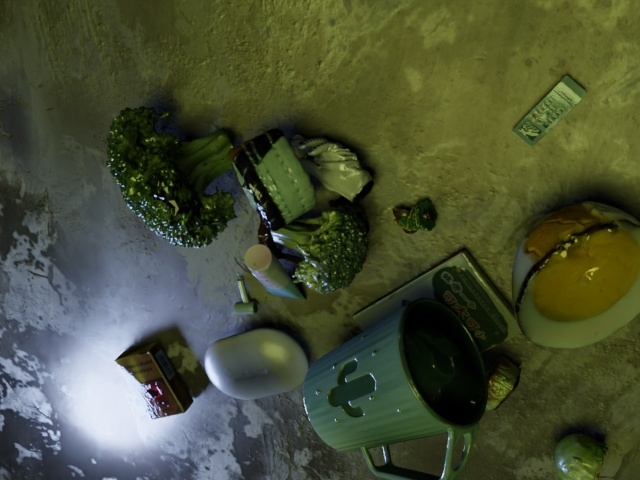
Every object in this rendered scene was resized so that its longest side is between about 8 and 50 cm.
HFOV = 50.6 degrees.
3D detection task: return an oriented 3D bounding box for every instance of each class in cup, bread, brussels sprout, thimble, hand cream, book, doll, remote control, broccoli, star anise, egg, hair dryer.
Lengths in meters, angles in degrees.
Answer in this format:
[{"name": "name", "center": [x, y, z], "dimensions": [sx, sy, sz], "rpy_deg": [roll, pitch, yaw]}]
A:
[{"name": "cup", "center": [0.176, 0.383, 1.644], "dimensions": [0.310, 0.401, 0.392], "rpy_deg": [32, 134, -28]}, {"name": "bread", "center": [0.443, 0.366, 1.714], "dimensions": [0.069, 0.140, 0.128], "rpy_deg": [36, 117, 10]}, {"name": "brussels sprout", "center": [0.657, 0.569, 1.736], "dimensions": [0.122, 0.149, 0.151], "rpy_deg": [18, 105, 30]}, {"name": "thimble", "center": [-0.111, -0.140, 1.609], "dimensions": [0.150, 0.237, 0.237], "rpy_deg": [-28, 106, -5]}, {"name": "hand cream", "center": [-0.116, 0.096, 1.746], "dimensions": [0.111, 0.070, 0.312], "rpy_deg": [9, 161, 14]}, {"name": "book", "center": [0.297, 0.210, 1.746], "dimensions": [0.371, 0.043, 0.260], "rpy_deg": [-35, 100, 31]}, {"name": "doll", "center": [0.218, -0.044, 1.628], "dimensions": [0.113, 0.076, 0.078], "rpy_deg": [-22, 115, 29]}, {"name": "remote control", "center": [-0.187, 0.360, 1.961], "dimensions": [0.332, 0.103, 0.221], "rpy_deg": [-18, 114, 27]}, {"name": "broccoli", "center": [-0.367, -0.149, 1.680], "dimensions": [0.318, 0.338, 0.277], "rpy_deg": [-3, 146, -1]}, {"name": "star anise", "center": [-0.096, 0.027, 1.787], "dimensions": [0.144, 0.158, 0.140], "rpy_deg": [-8, 126, -15]}, {"name": "egg", "center": [0.552, 0.058, 1.482], "dimensions": [0.337, 0.201, 0.337], "rpy_deg": [-4, 122, -6]}, {"name": "broccoli", "center": [0.000, 0.000, 1.673], "dimensions": [0.243, 0.263, 0.247], "rpy_deg": [18, 88, 20]}, {"name": "remote control", "center": [0.486, -0.274, 1.443], "dimensions": [0.061, 0.029, 0.162], "rpy_deg": [42, 126, -1]}, {"name": "hair dryer", "center": [-0.221, 0.151, 1.913], "dimensions": [0.063, 0.038, 0.124], "rpy_deg": [-7, 107, 23]}]

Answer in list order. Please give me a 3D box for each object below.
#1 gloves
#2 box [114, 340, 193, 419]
[{"name": "gloves", "center": [0.024, -0.181, 1.616], "dimensions": [0.229, 0.097, 0.119], "rpy_deg": [36, 124, 3]}, {"name": "box", "center": [-0.530, 0.448, 2.153], "dimensions": [0.159, 0.071, 0.240], "rpy_deg": [-18, 107, 25]}]
